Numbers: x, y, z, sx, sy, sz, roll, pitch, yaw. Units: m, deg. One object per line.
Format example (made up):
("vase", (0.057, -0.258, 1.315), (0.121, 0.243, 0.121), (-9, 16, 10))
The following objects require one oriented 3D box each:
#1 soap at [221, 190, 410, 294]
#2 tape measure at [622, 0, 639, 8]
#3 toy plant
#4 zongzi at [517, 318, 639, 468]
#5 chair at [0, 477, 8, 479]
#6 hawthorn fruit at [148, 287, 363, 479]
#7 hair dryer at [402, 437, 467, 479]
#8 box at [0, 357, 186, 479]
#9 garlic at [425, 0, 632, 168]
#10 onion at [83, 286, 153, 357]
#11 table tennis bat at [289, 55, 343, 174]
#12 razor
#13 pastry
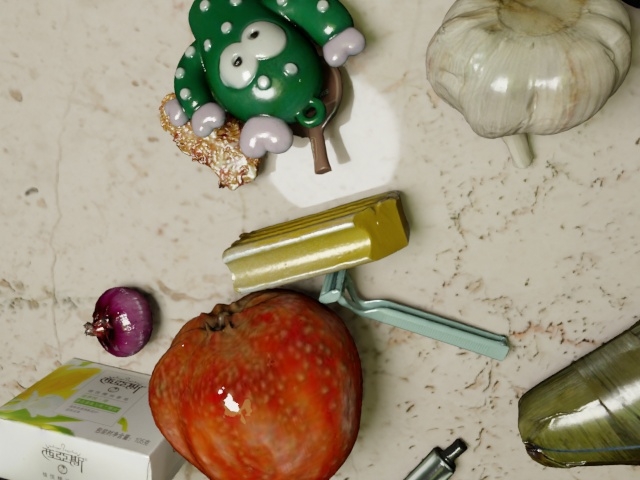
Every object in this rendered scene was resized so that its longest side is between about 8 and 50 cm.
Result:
("soap", (0.000, 0.000, 0.720), (0.232, 0.140, 0.073), (-15, 103, 15))
("tape measure", (0.362, -0.335, 0.551), (0.199, 0.112, 0.186), (15, 78, -2))
("toy plant", (-0.078, -0.225, 0.682), (0.243, 0.112, 0.233), (23, 87, 18))
("zongzi", (0.449, 0.261, 0.690), (0.286, 0.138, 0.300), (-42, 93, 20))
("chair", (-0.520, 0.415, 0.926), (0.140, 0.145, 0.221), (28, 106, 4))
("hawthorn fruit", (-0.063, 0.231, 0.739), (0.287, 0.287, 0.330), (-21, 111, 16))
("hair dryer", (0.147, 0.471, 0.797), (0.284, 0.155, 0.320), (-42, 83, 28))
("box", (-0.338, 0.294, 0.832), (0.260, 0.194, 0.111), (7, 104, 9))
("garlic", (0.234, -0.179, 0.631), (0.218, 0.219, 0.212), (1, 141, 12))
("onion", (-0.319, 0.129, 0.839), (0.115, 0.104, 0.115), (10, 103, 47))
("table tennis bat", (0.019, -0.160, 0.748), (0.107, 0.119, 0.170), (-21, 69, 33))
("razor", (0.132, 0.109, 0.754), (0.277, 0.111, 0.056), (24, 119, -3))
("pastry", (-0.150, -0.148, 0.762), (0.169, 0.063, 0.087), (45, 105, -4))
